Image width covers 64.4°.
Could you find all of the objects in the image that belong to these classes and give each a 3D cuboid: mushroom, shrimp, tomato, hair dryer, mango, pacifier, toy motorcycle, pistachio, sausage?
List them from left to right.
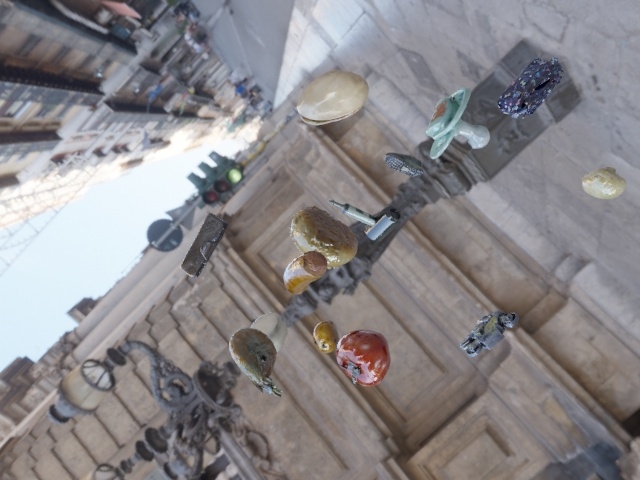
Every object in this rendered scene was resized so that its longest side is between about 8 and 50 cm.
[{"bbox_3d":[-0.224,0.457,1.927,0.317,0.168,0.077,47,148,25],"label":"shrimp"},{"bbox_3d":[-0.063,0.113,1.709,0.109,0.109,0.270,46,154,3],"label":"sausage"},{"bbox_3d":[0.023,0.350,1.854,0.178,0.090,0.115,37,-133,-80],"label":"mango"},{"bbox_3d":[0.053,-0.607,2.176,0.214,0.318,0.193,65,-172,17],"label":"pistachio"},{"bbox_3d":[0.109,-0.070,1.338,0.197,0.100,0.057,21,-137,-21],"label":"hair dryer"},{"bbox_3d":[0.142,0.356,1.557,0.187,0.151,0.187,30,134,36],"label":"tomato"},{"bbox_3d":[0.604,-0.487,2.170,0.269,0.343,0.288,22,166,-5],"label":"pacifier"},{"bbox_3d":[0.507,0.273,1.544,0.061,0.193,0.124,46,-172,-13],"label":"toy motorcycle"},{"bbox_3d":[1.045,-0.212,1.874,0.148,0.112,0.148,18,171,3],"label":"mushroom"}]

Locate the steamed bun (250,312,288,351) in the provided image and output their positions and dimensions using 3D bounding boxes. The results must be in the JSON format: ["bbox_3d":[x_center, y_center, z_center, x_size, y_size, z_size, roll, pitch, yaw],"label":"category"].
[{"bbox_3d":[-0.225,0.420,2.232,0.131,0.177,0.228,60,-170,-21],"label":"steamed bun"}]

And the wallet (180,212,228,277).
[{"bbox_3d":[-0.559,0.022,2.417,0.042,0.309,0.165,31,179,-44],"label":"wallet"}]

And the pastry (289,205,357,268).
[{"bbox_3d":[0.000,0.000,2.224,0.315,0.184,0.284,30,-150,-13],"label":"pastry"}]

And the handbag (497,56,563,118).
[{"bbox_3d":[0.818,-0.587,1.974,0.113,0.260,0.162,37,-170,-21],"label":"handbag"}]

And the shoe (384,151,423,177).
[{"bbox_3d":[0.353,-0.334,2.147,0.194,0.074,0.077,21,-120,-24],"label":"shoe"}]
